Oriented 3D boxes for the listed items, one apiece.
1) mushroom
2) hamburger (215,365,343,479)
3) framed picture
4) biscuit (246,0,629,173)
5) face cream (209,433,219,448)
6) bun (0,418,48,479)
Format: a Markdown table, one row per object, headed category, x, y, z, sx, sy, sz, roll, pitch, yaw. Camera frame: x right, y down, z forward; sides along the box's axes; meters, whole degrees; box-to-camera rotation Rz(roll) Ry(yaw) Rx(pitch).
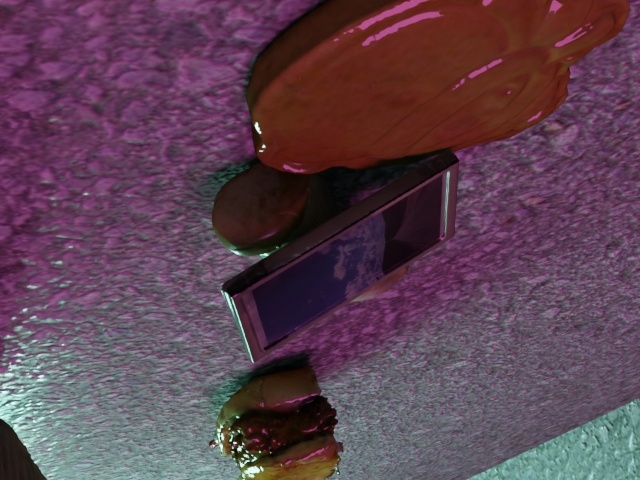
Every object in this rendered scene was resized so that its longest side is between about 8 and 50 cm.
| category | x | y | z | sx | sy | sz | roll | pitch | yaw |
| --- | --- | --- | --- | --- | --- | --- | --- | --- | --- |
| mushroom | 0.000 | 0.000 | 1.419 | 0.123 | 0.095 | 0.351 | -43 | 156 | 11 |
| hamburger | -0.063 | 0.289 | 2.005 | 0.282 | 0.155 | 0.245 | -29 | 155 | 31 |
| framed picture | 0.025 | 0.017 | 1.348 | 0.260 | 0.023 | 0.189 | -32 | 158 | -10 |
| biscuit | 0.110 | -0.149 | 1.187 | 0.351 | 0.057 | 0.312 | -3 | 155 | -37 |
| face cream | -0.145 | 0.309 | 2.168 | 0.083 | 0.021 | 0.040 | -33 | 155 | 32 |
| bun | -0.445 | 0.347 | 1.653 | 0.204 | 0.282 | 0.281 | -28 | 158 | 26 |
